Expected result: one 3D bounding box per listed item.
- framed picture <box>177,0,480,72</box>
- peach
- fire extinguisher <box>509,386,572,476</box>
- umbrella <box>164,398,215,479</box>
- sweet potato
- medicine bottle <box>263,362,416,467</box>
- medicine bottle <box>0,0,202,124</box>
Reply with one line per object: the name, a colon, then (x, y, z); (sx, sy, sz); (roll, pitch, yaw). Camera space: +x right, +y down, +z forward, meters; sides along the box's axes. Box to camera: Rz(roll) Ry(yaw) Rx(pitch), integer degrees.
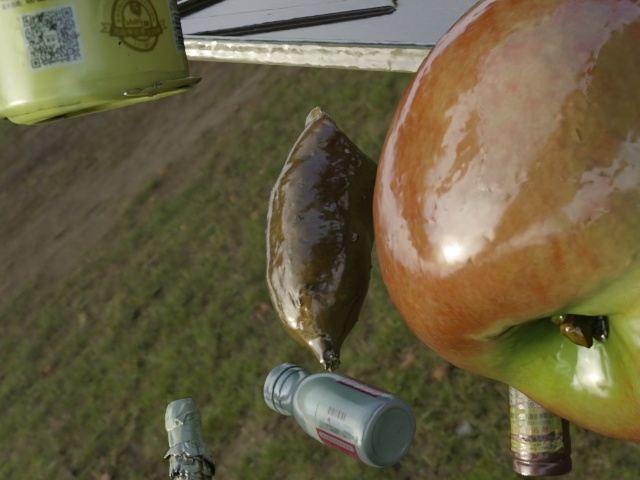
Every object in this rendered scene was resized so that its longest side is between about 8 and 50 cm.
framed picture: (0.018, -0.179, 0.861); (0.324, 0.020, 0.240); (7, 29, 31)
peach: (0.157, -0.027, 0.562); (0.252, 0.252, 0.252); (-35, 21, 15)
fire extinguisher: (0.277, 0.166, 1.411); (0.075, 0.252, 0.106); (-3, 0, 14)
umbrella: (-0.168, 0.270, 1.406); (0.067, 0.062, 0.143); (112, 149, -56)
sweet potato: (0.000, 0.000, 1.424); (0.158, 0.158, 0.369); (-23, 42, 40)
medicine bottle: (0.018, 0.210, 1.386); (0.090, 0.090, 0.217); (-48, 35, -20)
medicine bottle: (-0.149, -0.190, 0.625); (0.124, 0.238, 0.124); (-11, 5, 1)
